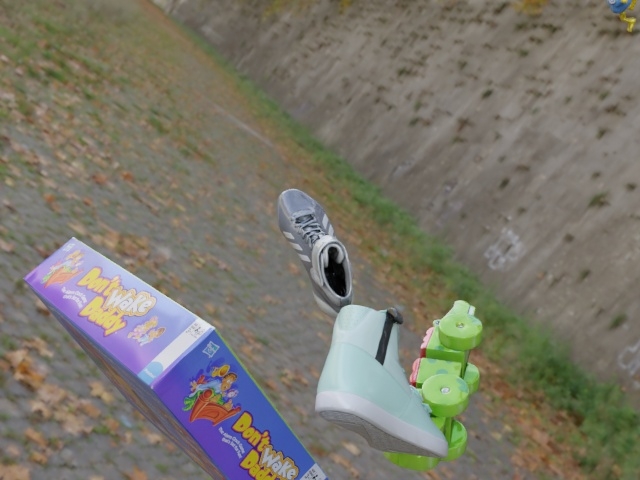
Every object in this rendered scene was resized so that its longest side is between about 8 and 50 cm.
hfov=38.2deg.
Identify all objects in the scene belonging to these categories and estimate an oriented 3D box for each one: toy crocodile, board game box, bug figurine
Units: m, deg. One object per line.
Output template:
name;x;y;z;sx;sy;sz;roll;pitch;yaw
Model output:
toy crocodile;0.174;0.205;1.350;0.105;0.115;0.340;7;36;15
board game box;-0.165;0.143;0.993;0.347;0.078;0.233;23;-30;52
bug figurine;0.517;-0.485;1.506;0.072;0.278;0.216;19;15;8

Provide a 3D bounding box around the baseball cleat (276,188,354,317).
baseball cleat;0.000;0.000;1.239;0.205;0.072;0.109;63;-18;22

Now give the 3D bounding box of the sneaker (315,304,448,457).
sneaker;0.092;0.166;1.093;0.094;0.151;0.256;-3;-28;32
